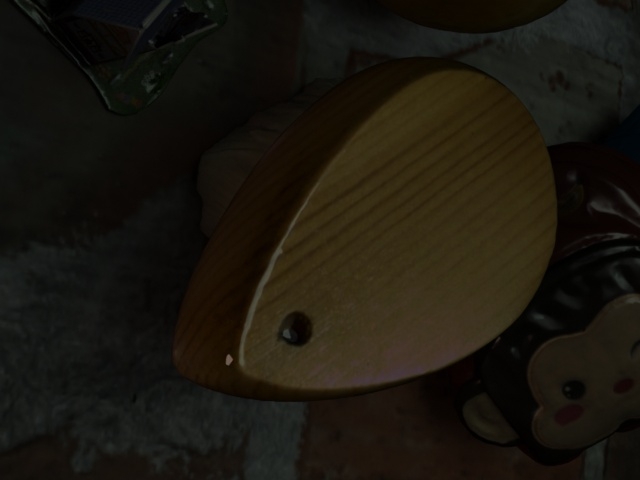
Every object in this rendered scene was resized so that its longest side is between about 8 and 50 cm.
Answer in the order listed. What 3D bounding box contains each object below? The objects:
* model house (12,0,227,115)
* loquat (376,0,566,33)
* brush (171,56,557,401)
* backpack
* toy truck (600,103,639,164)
[{"bbox_3d":[-0.108,-0.161,0.648,0.117,0.088,0.167,-52,119,-26],"label":"model house"},{"bbox_3d":[0.093,-0.235,0.735,0.213,0.213,0.213,0,89,-39],"label":"loquat"},{"bbox_3d":[0.000,0.000,0.683,0.267,0.166,0.174,-33,111,-34],"label":"brush"},{"bbox_3d":[0.178,0.035,0.827,0.229,0.139,0.229,1,103,3],"label":"backpack"},{"bbox_3d":[0.351,0.070,0.965,0.161,0.162,0.384,-44,116,-31],"label":"toy truck"}]
